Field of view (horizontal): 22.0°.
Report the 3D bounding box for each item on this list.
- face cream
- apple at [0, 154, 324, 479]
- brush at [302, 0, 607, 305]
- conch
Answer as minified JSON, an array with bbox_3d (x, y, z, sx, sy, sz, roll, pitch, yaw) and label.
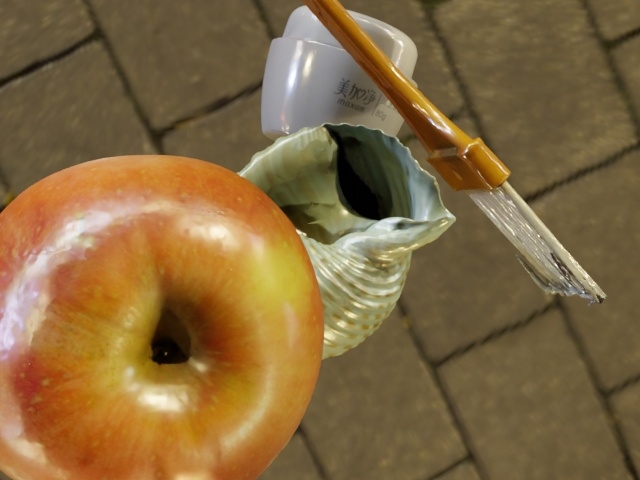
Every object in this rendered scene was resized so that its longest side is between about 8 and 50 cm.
[{"bbox_3d":[0.013,-0.117,1.256,0.117,0.117,0.104,19,86,-9],"label":"face cream"},{"bbox_3d":[-0.079,0.040,0.716,0.163,0.139,0.163,-1,95,-19],"label":"apple"},{"bbox_3d":[0.008,-0.092,0.693,0.017,0.090,0.314,-43,95,-3],"label":"brush"},{"bbox_3d":[-0.002,0.001,1.038,0.153,0.102,0.135,-34,93,-9],"label":"conch"}]
